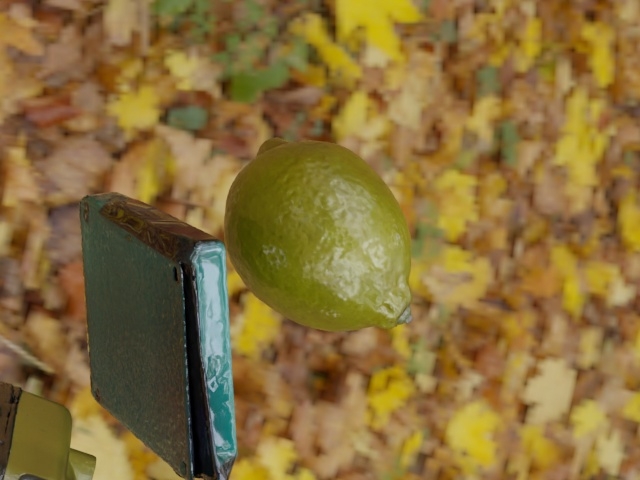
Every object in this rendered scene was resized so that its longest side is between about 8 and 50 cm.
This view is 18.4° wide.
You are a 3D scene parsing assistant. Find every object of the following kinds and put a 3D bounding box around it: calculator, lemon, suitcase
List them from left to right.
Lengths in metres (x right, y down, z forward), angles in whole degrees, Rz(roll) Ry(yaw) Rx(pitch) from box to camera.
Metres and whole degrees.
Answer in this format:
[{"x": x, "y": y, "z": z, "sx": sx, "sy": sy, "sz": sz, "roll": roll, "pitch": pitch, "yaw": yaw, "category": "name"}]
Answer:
[{"x": -0.266, "y": 0.226, "z": 1.529, "sx": 0.143, "sy": 0.235, "sz": 0.194, "roll": 19, "pitch": 106, "yaw": -9, "category": "suitcase"}, {"x": -0.158, "y": 0.090, "z": 1.934, "sx": 0.058, "sy": 0.274, "sz": 0.248, "roll": -10, "pitch": 108, "yaw": -28, "category": "calculator"}, {"x": 0.000, "y": 0.000, "z": 2.030, "sx": 0.184, "sy": 0.184, "sz": 0.248, "roll": -24, "pitch": 65, "yaw": -32, "category": "lemon"}]
